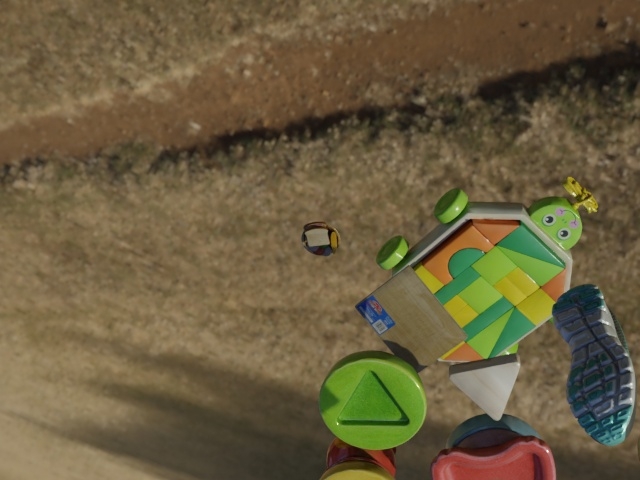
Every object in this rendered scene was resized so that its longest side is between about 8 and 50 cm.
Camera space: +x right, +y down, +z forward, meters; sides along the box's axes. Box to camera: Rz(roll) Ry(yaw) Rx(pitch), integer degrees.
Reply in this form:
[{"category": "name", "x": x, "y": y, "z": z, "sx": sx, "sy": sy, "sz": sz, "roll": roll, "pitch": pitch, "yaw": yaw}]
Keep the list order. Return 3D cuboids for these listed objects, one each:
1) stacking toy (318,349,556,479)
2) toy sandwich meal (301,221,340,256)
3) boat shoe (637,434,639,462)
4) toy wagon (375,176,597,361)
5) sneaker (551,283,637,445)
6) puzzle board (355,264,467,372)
[{"category": "stacking toy", "x": 0.137, "y": 0.237, "z": 1.317, "sx": 0.308, "sy": 0.130, "sz": 0.280, "roll": -3, "pitch": 114, "yaw": 9}, {"category": "toy sandwich meal", "x": 0.000, "y": 0.000, "z": 2.019, "sx": 0.085, "sy": 0.029, "sz": 0.086, "roll": 2, "pitch": 124, "yaw": 4}, {"category": "boat shoe", "x": 0.579, "y": 0.299, "z": 1.610, "sx": 0.121, "sy": 0.341, "sz": 0.110, "roll": 38, "pitch": 120, "yaw": -1}, {"category": "toy wagon", "x": 0.262, "y": 0.039, "z": 1.534, "sx": 0.267, "sy": 0.068, "sz": 0.344, "roll": 41, "pitch": 116, "yaw": -17}, {"category": "sneaker", "x": 0.257, "y": 0.116, "z": 0.917, "sx": 0.065, "sy": 0.167, "sz": 0.076, "roll": -27, "pitch": 126, "yaw": 27}, {"category": "puzzle board", "x": 0.123, "y": 0.109, "z": 1.396, "sx": 0.128, "sy": 0.096, "sz": 0.011, "roll": 50, "pitch": -162, "yaw": -6}]
